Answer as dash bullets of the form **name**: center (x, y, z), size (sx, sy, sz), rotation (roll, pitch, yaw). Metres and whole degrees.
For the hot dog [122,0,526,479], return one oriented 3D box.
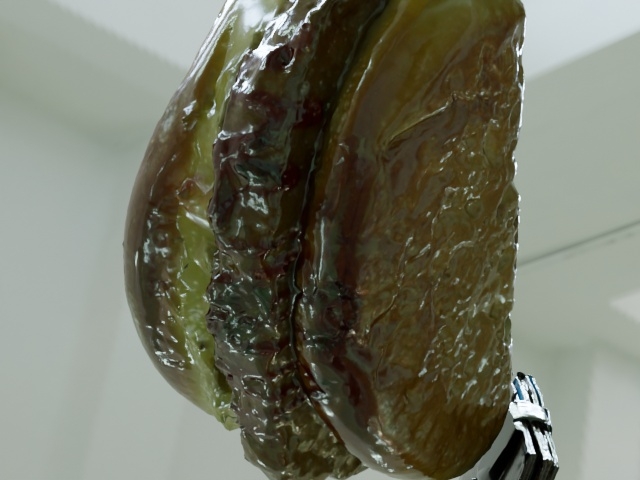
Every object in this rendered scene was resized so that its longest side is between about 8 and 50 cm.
- **hot dog**: center (0.002, 0.000, 1.262), size (0.223, 0.185, 0.405), rotation (-30, -49, -38)

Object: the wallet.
- **wallet**: center (0.128, 0.174, 1.396), size (0.042, 0.230, 0.124), rotation (19, -80, 0)
